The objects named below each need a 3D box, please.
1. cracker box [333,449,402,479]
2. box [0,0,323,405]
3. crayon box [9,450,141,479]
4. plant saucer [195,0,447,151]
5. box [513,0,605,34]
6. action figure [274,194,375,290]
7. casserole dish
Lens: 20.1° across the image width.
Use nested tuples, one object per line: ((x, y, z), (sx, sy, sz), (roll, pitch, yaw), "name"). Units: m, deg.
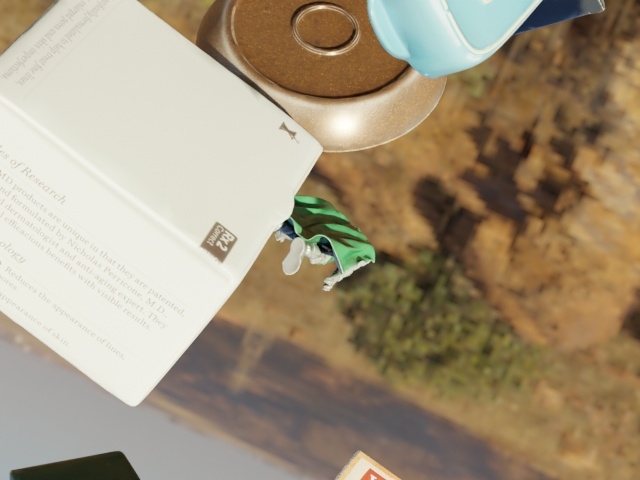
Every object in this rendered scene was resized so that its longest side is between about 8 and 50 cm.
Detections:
((-0.031, 0.245, 0.995), (0.067, 0.232, 0.155), (33, 144, 10), "cracker box")
((-0.120, -0.034, 1.048), (0.182, 0.119, 0.181), (38, -149, -5), "box")
((-0.146, 0.396, 1.377), (0.106, 0.362, 0.313), (-9, -155, -20), "crayon box")
((0.003, -0.131, 1.188), (0.168, 0.168, 0.029), (23, 144, 9), "plant saucer")
((0.113, -0.295, 1.472), (0.184, 0.261, 0.103), (-14, 158, 15), "box")
((0.000, 0.000, 1.782), (0.137, 0.063, 0.232), (44, -168, 15), "action figure")
((0.096, -0.171, 0.989), (0.037, 0.188, 0.114), (13, 143, 44), "casserole dish")
